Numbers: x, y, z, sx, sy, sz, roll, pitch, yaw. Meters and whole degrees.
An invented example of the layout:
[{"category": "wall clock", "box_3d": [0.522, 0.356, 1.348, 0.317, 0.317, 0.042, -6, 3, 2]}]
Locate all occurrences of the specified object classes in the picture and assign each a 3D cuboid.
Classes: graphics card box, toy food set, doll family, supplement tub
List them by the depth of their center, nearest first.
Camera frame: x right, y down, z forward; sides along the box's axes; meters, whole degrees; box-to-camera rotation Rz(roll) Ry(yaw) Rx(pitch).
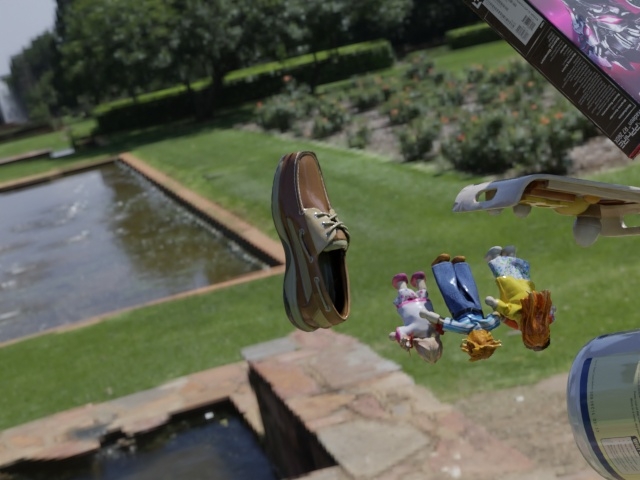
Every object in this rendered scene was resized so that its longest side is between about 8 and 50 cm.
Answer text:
[{"category": "doll family", "box_3d": [0.228, 0.092, 1.449, 0.263, 0.163, 0.118, -5, -35, -17]}, {"category": "supplement tub", "box_3d": [0.550, 0.230, 1.511, 0.235, 0.235, 0.325, -23, 3, -41]}, {"category": "graphics card box", "box_3d": [0.428, -0.319, 1.613, 0.233, 0.371, 0.094, -31, -19, -34]}, {"category": "toy food set", "box_3d": [0.406, -0.045, 1.749, 0.306, 0.092, 0.220, 7, -4, -18]}]

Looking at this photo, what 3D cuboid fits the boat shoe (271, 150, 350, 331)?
[{"category": "boat shoe", "box_3d": [0.000, 0.000, 1.863, 0.120, 0.324, 0.122, -6, 3, 39]}]
